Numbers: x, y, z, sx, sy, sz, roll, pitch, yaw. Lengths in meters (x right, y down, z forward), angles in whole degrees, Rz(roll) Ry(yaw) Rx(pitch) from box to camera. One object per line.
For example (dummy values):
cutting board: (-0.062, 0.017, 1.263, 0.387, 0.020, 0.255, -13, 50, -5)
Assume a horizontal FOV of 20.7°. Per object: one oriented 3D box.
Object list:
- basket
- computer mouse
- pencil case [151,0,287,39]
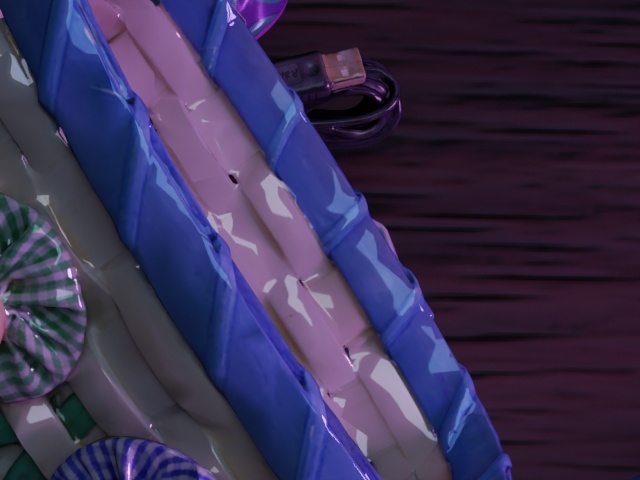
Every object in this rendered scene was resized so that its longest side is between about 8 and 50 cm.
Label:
basket: (0.000, 0.000, 0.504, 0.289, 0.201, 0.254, -35, 95, 8)
computer mouse: (-0.002, 0.028, 0.643, 0.106, 0.042, 0.193, -19, 103, -9)
pencil case: (-0.069, -0.130, 0.605, 0.070, 0.064, 0.151, -40, 117, -14)
